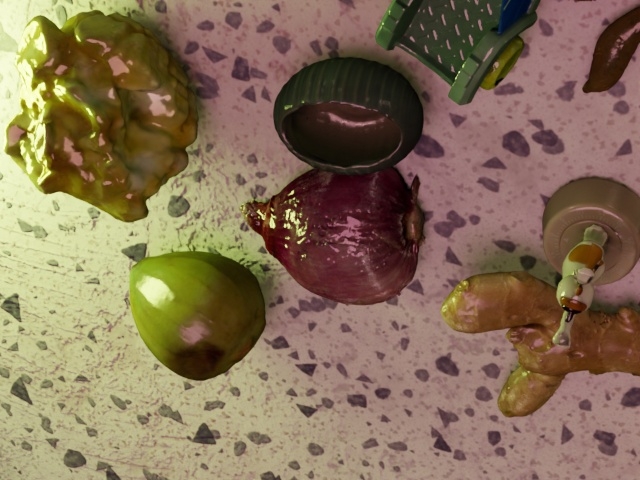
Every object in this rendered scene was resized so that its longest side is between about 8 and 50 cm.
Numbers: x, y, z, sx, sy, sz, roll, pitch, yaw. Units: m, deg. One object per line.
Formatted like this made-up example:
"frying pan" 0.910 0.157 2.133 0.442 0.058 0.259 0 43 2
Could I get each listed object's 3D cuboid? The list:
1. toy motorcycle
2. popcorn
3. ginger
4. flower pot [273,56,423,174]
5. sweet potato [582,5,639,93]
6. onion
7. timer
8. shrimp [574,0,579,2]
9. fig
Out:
"toy motorcycle" 0.224 -0.369 1.728 0.191 0.200 0.326 38 129 12
"popcorn" -0.378 -0.222 2.060 0.292 0.293 0.334 28 102 49
"ginger" 0.414 0.154 2.032 0.348 0.122 0.363 -17 124 19
"flower pot" 0.046 -0.201 1.943 0.243 0.157 0.189 9 121 17
"sweet potato" 0.461 -0.306 1.783 0.069 0.059 0.249 26 125 -20
"onion" 0.000 0.000 2.086 0.348 0.159 0.267 -2 116 21
"timer" 0.414 0.036 1.880 0.175 0.266 0.175 10 122 16
"shrimp" 0.345 -0.414 1.774 0.178 0.034 0.124 13 122 24
"fig" -0.235 0.120 2.210 0.271 0.239 0.239 37 127 11
